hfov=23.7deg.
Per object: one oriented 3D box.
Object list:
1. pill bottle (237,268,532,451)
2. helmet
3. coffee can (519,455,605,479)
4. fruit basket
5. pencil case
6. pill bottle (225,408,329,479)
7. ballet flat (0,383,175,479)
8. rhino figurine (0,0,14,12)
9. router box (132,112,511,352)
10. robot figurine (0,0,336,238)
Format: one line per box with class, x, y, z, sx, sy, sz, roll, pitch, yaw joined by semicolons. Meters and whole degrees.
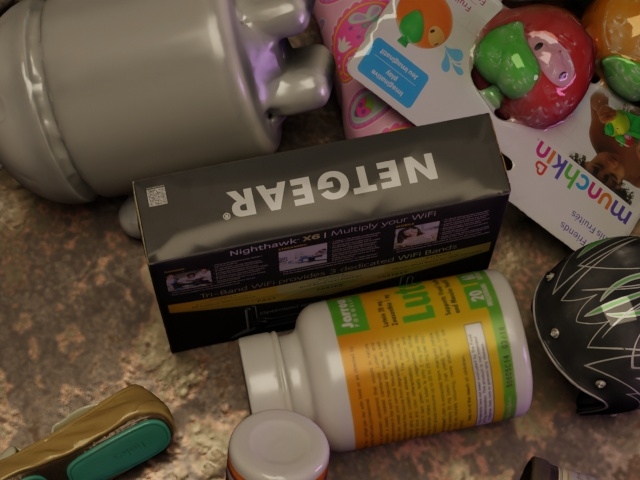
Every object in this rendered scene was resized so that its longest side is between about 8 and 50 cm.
pill bottle;0.055;0.113;1.363;0.245;0.136;0.136;-11;69;-5
helmet;0.271;0.074;1.368;0.169;0.161;0.169;0;68;0
coffee can;0.280;0.312;1.251;0.275;0.201;0.202;15;69;6
fruit basket;0.243;-0.203;1.438;0.327;0.165;0.353;37;70;-14
pencil case;0.060;-0.163;1.487;0.124;0.124;0.284;-10;69;-5
pill bottle;-0.041;0.225;1.304;0.086;0.152;0.086;5;39;-4
ballet flat;-0.242;0.204;1.371;0.232;0.080;0.073;-26;43;-13
rhino figurine;-0.365;-0.186;1.515;0.106;0.073;0.243;15;67;2
router box;0.000;0.000;1.353;0.308;0.243;0.081;-11;69;-6
robot figurine;-0.167;-0.148;1.416;0.353;0.200;0.300;-12;107;9
